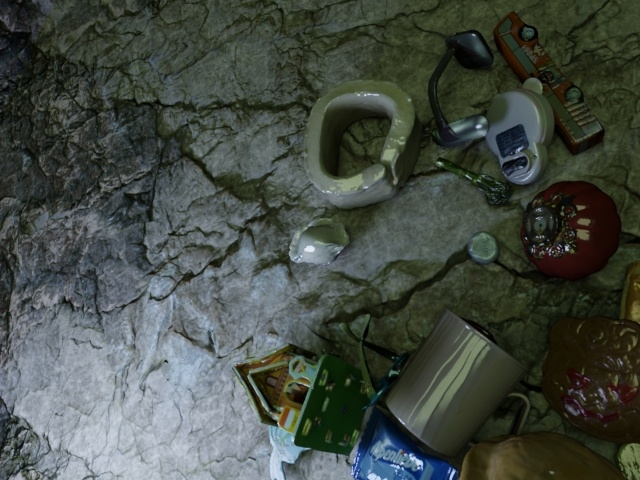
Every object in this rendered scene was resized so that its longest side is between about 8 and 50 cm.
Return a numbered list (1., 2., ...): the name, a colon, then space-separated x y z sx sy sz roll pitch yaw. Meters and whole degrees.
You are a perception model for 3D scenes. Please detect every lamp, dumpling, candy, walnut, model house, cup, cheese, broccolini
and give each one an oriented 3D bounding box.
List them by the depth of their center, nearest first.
1. walnut: 0.461 0.558 1.129 0.383 0.383 0.384 -5 74 19
2. candy: 0.170 0.517 1.311 0.331 0.077 0.187 16 82 61
3. lamp: 0.563 -0.022 1.317 0.226 0.227 0.227 -5 74 19
4. cup: 0.324 0.333 1.333 0.273 0.288 0.208 -53 30 2
5. model house: -0.099 0.412 1.405 0.323 0.300 0.340 13 75 33
6. lamp: 0.497 -0.259 1.438 0.179 0.107 0.246 -21 75 61
7. lamp: 0.370 -0.392 1.487 0.203 0.124 0.283 9 77 55
8. broccolini: 0.388 -0.153 1.506 0.216 0.058 0.067 28 52 32
9. cheese: 0.112 -0.253 1.568 0.292 0.153 0.332 7 80 22
10. dumpling: 0.000 0.000 1.577 0.188 0.108 0.127 -14 45 31

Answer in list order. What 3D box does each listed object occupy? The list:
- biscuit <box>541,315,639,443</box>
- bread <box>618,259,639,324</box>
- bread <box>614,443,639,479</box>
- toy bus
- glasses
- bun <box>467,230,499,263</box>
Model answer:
1. biscuit: 0.606 0.290 1.242 0.273 0.049 0.257 8 87 43
2. bread: 0.769 0.150 1.247 0.235 0.099 0.211 8 79 23
3. bread: 0.727 0.540 1.183 0.207 0.056 0.287 -11 73 21
4. toy bus: 0.566 -0.402 1.473 0.092 0.093 0.409 -30 66 13
5. glasses: 0.131 0.264 1.359 0.102 0.239 0.207 -16 96 22
6. bun: 0.403 0.019 1.448 0.083 0.045 0.083 -4 78 18
